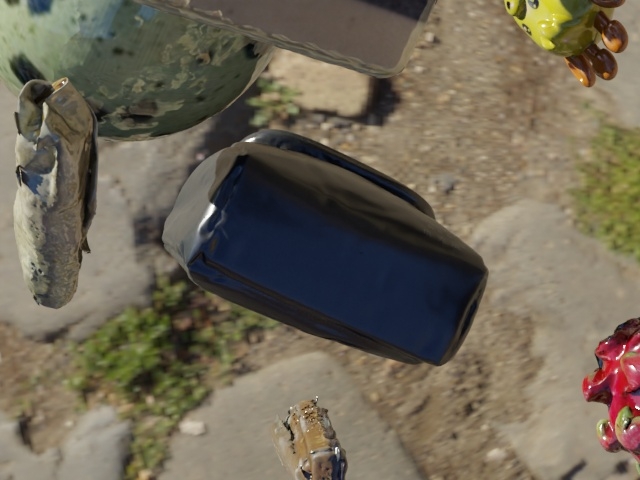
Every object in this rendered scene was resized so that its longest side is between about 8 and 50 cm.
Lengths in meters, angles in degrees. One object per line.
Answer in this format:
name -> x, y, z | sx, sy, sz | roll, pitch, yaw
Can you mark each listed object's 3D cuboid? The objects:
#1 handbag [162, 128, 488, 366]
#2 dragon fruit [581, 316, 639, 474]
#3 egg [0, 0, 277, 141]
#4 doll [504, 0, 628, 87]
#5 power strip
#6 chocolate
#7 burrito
handbag -> 0.001, -0.003, 1.721 | 0.302, 0.275, 0.177 | 23, 94, -14
dragon fruit -> 0.368, 0.131, 1.434 | 0.273, 0.218, 0.198 | -22, 90, 19
egg -> -0.160, -0.238, 1.476 | 0.379, 0.288, 0.287 | -20, 82, 59
doll -> 0.249, -0.259, 1.704 | 0.221, 0.135, 0.143 | 60, 156, 30
power strip -> -0.074, -0.136, 0.689 | 0.105, 0.257, 0.070 | 38, 108, 48
chocolate -> -0.013, 0.247, 1.892 | 0.065, 0.329, 0.102 | -2, 94, -6
burrito -> -0.195, -0.039, 1.230 | 0.060, 0.226, 0.087 | -4, 61, -12
